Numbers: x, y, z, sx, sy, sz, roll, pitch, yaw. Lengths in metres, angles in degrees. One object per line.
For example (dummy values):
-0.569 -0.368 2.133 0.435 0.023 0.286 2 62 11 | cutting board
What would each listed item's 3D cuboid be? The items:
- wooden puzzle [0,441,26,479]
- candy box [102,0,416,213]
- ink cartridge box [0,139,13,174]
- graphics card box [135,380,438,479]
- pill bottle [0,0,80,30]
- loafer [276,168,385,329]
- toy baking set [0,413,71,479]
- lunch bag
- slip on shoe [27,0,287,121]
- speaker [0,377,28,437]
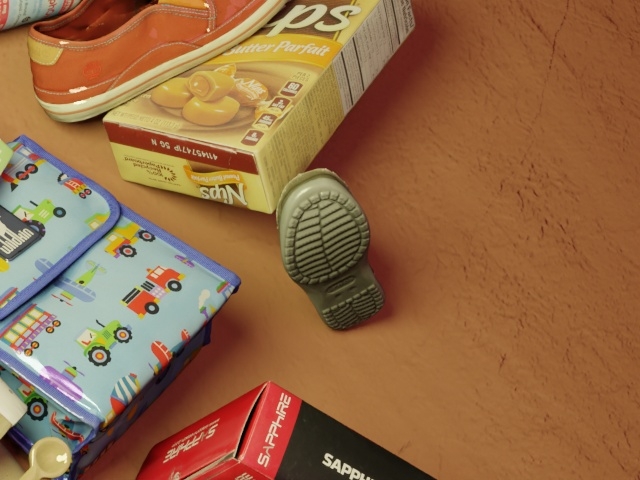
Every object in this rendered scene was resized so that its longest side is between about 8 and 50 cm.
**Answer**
-0.360 0.306 1.577 0.322 0.080 0.348 52 47 -4 | wooden puzzle
-0.056 -0.172 1.909 0.316 0.183 0.087 -54 146 -36 | candy box
-0.402 -0.089 1.641 0.235 0.056 0.171 43 46 -19 | ink cartridge box
0.029 0.280 1.741 0.371 0.233 0.094 32 55 -17 | graphics card box
-0.290 -0.259 1.855 0.160 0.087 0.087 -22 83 -37 | pill bottle
0.000 0.000 1.874 0.094 0.251 0.087 -23 58 -5 | loafer
-0.287 0.253 1.554 0.197 0.030 0.256 19 70 -18 | toy baking set
-0.263 0.044 1.737 0.293 0.138 0.221 39 53 6 | lunch bag
-0.147 -0.238 1.866 0.331 0.123 0.101 -32 128 -18 | slip on shoe
-0.317 0.113 1.622 0.136 0.055 0.055 49 52 -7 | speaker
